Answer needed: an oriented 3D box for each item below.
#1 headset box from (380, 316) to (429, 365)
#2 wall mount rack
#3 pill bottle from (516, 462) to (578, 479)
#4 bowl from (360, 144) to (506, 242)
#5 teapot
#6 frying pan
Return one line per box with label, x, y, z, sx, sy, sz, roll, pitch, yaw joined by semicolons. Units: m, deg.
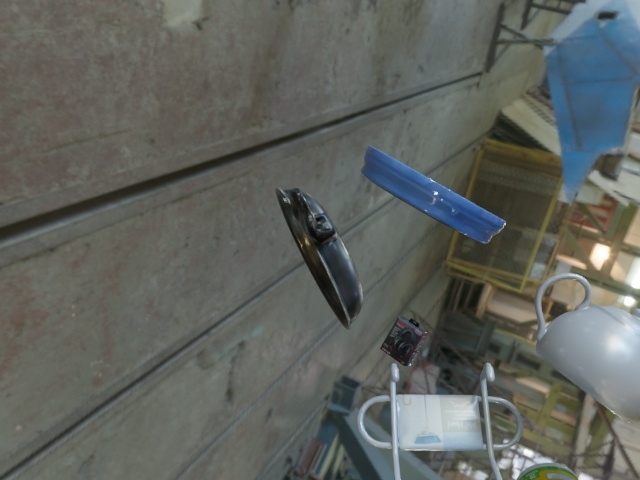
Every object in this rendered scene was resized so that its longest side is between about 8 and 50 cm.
headset box;0.164;0.191;1.235;0.032;0.062;0.083;13;108;-60
wall mount rack;0.249;0.402;1.286;0.130;0.350;0.304;85;5;-59
pill bottle;0.469;0.567;1.244;0.245;0.136;0.136;-79;-179;-67
bowl;0.274;-0.112;1.602;0.077;0.391;0.391;-61;162;9
teapot;0.554;0.206;1.224;0.256;0.252;0.187;31;97;-37
frying pan;-0.012;-0.019;0.745;0.053;0.197;0.326;-27;143;-7
